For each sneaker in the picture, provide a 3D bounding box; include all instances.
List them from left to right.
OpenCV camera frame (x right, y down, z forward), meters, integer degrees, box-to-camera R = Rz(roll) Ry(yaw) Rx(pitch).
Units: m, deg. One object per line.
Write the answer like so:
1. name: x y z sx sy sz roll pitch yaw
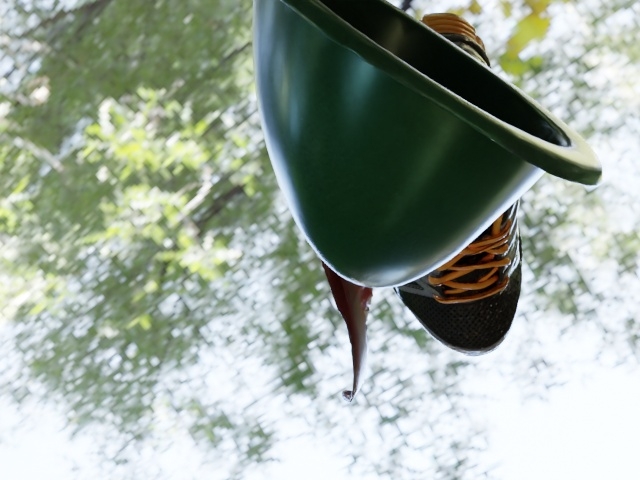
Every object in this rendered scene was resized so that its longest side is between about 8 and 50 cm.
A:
1. sneaker: 0.073 -0.014 0.854 0.084 0.215 0.083 -18 -144 -4

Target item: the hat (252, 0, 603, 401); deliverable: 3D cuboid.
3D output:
1. hat: 0.000 0.000 0.641 0.208 0.183 0.173 27 -164 -26
